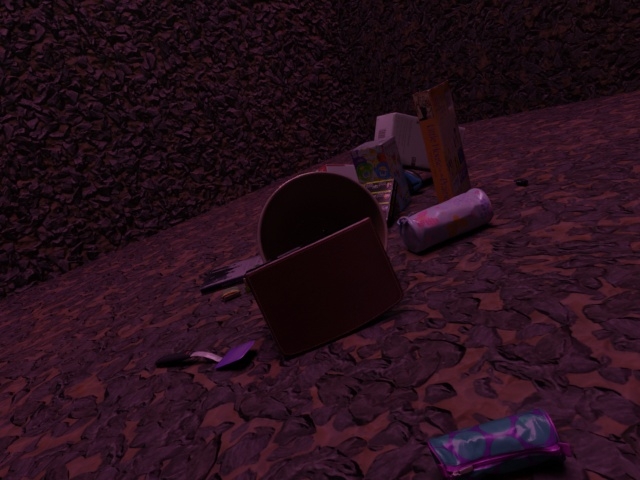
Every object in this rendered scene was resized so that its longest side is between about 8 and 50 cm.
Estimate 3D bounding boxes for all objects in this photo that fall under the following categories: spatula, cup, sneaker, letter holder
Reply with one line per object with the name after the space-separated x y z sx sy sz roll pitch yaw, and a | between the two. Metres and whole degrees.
-0.282 0.275 1.064 0.297 0.030 0.084 -11 17 26 | spatula
0.000 0.000 1.239 0.331 0.331 0.237 -20 -5 -6 | cup
0.364 -0.285 2.019 0.140 0.125 0.341 -19 18 -20 | sneaker
0.008 0.107 1.033 0.302 0.214 0.152 -25 3 -8 | letter holder

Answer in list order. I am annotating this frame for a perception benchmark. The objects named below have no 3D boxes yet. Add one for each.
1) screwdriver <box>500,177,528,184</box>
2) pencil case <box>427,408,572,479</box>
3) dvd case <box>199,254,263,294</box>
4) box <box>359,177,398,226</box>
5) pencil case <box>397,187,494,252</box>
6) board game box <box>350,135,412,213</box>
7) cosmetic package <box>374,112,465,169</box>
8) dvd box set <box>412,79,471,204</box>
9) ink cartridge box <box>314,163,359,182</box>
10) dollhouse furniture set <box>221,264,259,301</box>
0.697 -0.219 1.628 0.024 0.025 0.170 -20 17 -5 | screwdriver
0.212 0.255 0.545 0.152 0.064 0.070 -18 1 3 | pencil case
-0.296 0.114 1.599 0.239 0.029 0.179 -17 16 4 | dvd case
0.184 -0.133 1.667 0.191 0.045 0.184 -5 60 34 | box
0.363 -0.060 1.311 0.273 0.113 0.124 -21 25 -10 | pencil case
0.241 -0.251 1.767 0.142 0.275 0.144 -7 20 33 | board game box
0.434 -0.421 1.984 0.385 0.217 0.156 2 7 -24 | cosmetic package
0.431 -0.324 1.551 0.062 0.420 0.307 -8 20 30 | dvd box set
0.037 -0.249 2.061 0.197 0.114 0.273 -6 -11 -35 | ink cartridge box
-0.255 0.135 1.436 0.152 0.058 0.076 -22 16 -13 | dollhouse furniture set
